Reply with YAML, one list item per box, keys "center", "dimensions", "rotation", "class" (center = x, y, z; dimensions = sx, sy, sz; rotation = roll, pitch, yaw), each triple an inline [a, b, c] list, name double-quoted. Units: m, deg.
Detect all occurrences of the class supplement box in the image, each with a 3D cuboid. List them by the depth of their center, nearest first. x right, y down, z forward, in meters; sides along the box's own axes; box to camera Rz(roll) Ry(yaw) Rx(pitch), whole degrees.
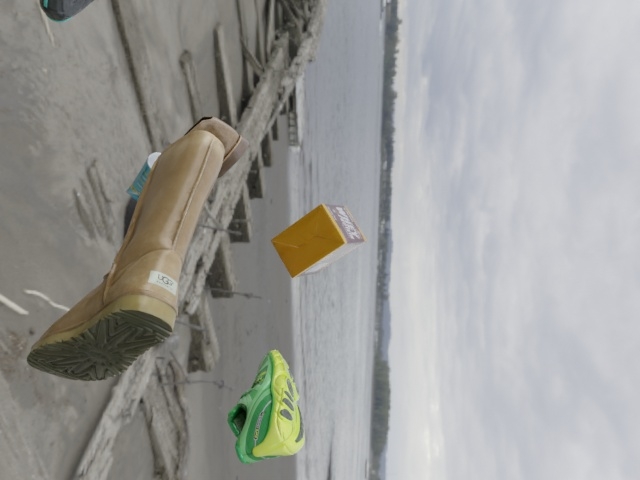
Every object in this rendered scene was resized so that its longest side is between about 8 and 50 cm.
- center: [0.000, 0.000, 1.483]
  dimensions: [0.129, 0.191, 0.194]
  rotation: [59, 20, 11]
  class: "supplement box"

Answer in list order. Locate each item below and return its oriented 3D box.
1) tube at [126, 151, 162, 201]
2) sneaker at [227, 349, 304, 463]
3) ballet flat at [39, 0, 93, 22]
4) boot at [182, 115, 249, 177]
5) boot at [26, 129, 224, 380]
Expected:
- center: [-0.402, -0.134, 1.191]
  dimensions: [0.052, 0.080, 0.207]
  rotation: [-52, -170, -36]
  class: "tube"
- center: [-0.101, 0.278, 0.879]
  dimensions: [0.295, 0.124, 0.109]
  rotation: [-127, -165, -82]
  class: "sneaker"
- center: [-0.513, -0.589, 1.126]
  dimensions: [0.096, 0.095, 0.280]
  rotation: [119, -7, -54]
  class: "ballet flat"
- center: [-0.299, -0.145, 1.112]
  dimensions: [0.115, 0.305, 0.112]
  rotation: [39, 18, -26]
  class: "boot"
- center: [-0.221, 0.017, 0.618]
  dimensions: [0.089, 0.236, 0.269]
  rotation: [43, 35, -36]
  class: "boot"
